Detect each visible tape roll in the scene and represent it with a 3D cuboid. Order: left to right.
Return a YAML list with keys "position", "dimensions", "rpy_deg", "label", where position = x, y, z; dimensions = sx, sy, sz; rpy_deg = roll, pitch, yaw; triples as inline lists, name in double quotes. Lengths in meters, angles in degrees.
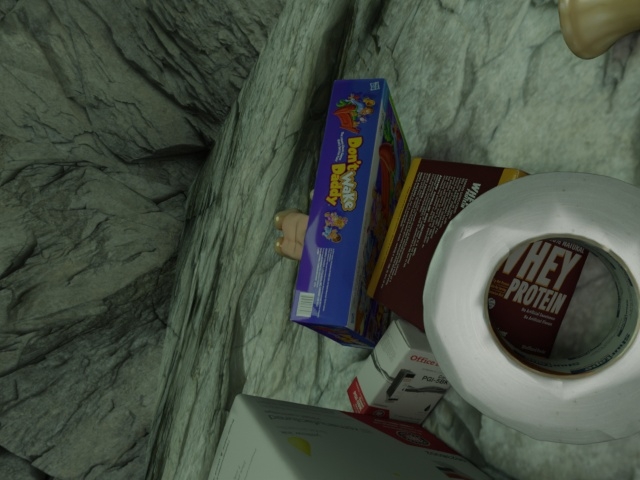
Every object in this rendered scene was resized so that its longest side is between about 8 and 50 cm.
- position: [0.201, 0.053, 0.447]
  dimensions: [0.219, 0.219, 0.072]
  rpy_deg: [-71, -18, 3]
  label: "tape roll"

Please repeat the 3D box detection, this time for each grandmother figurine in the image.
- position: [0.000, 0.000, 1.060]
  dimensions: [0.342, 0.104, 0.207]
  rpy_deg: [22, 122, 63]
  label: "grandmother figurine"

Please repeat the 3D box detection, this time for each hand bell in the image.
- position: [0.360, -0.233, 0.465]
  dimensions: [0.242, 0.126, 0.126]
  rpy_deg: [21, 94, 53]
  label: "hand bell"

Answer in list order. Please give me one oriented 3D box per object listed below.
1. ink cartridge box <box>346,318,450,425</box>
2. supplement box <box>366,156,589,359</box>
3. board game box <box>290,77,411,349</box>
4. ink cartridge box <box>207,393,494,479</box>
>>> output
- position: [0.112, 0.179, 0.687]
  dimensions: [0.135, 0.099, 0.056]
  rpy_deg: [-62, 26, 24]
  label: "ink cartridge box"
- position: [0.179, 0.018, 0.613]
  dimensions: [0.194, 0.129, 0.191]
  rpy_deg: [28, 100, 66]
  label: "supplement box"
- position: [0.061, -0.026, 0.784]
  dimensions: [0.078, 0.233, 0.347]
  rpy_deg: [4, 73, 20]
  label: "board game box"
- position: [0.075, 0.300, 0.472]
  dimensions: [0.385, 0.279, 0.160]
  rpy_deg: [15, 86, 65]
  label: "ink cartridge box"
